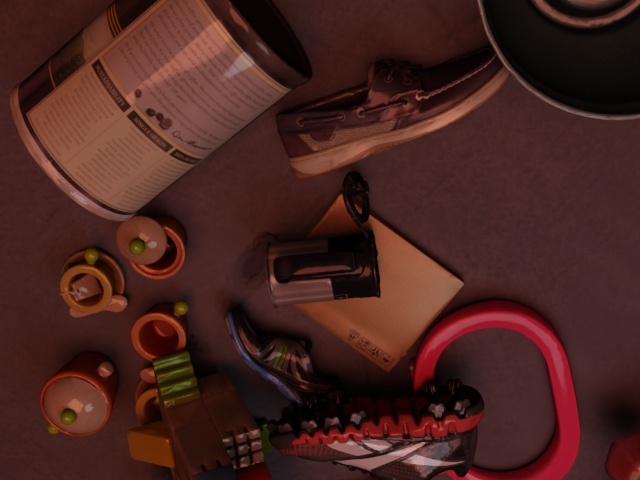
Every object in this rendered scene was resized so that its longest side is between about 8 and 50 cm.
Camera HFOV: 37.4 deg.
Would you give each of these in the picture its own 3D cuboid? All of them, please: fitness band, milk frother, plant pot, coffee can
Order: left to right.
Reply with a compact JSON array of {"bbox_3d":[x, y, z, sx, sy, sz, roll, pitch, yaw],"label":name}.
[{"bbox_3d":[-0.177,-0.179,1.061,0.275,0.201,0.201,-36,104,15],"label":"coffee can"},{"bbox_3d":[0.000,0.000,1.159,0.134,0.129,0.143,-6,65,5],"label":"milk frother"},{"bbox_3d":[0.233,0.216,1.260,0.208,0.054,0.291,-13,110,6],"label":"fitness band"},{"bbox_3d":[0.302,-0.292,0.988,0.293,0.196,0.293,2,111,4],"label":"plant pot"}]

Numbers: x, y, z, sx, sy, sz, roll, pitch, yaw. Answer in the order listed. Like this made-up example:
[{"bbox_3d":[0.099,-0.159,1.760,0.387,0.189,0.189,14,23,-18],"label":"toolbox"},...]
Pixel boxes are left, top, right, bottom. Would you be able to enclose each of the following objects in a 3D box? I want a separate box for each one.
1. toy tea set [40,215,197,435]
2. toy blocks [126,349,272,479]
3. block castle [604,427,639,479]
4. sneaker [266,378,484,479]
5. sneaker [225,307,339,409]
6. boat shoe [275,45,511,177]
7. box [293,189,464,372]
[{"bbox_3d":[-0.260,0.125,1.220,0.199,0.124,0.336,5,110,3],"label":"toy tea set"},{"bbox_3d":[-0.112,0.361,1.196,0.190,0.261,0.382,-14,117,-17],"label":"toy blocks"},{"bbox_3d":[0.555,0.414,1.227,0.303,0.213,0.453,-20,114,-1],"label":"block castle"},{"bbox_3d":[0.072,0.260,1.199,0.276,0.098,0.135,-6,107,3],"label":"sneaker"},{"bbox_3d":[-0.052,0.151,1.255,0.188,0.067,0.078,42,89,-10],"label":"sneaker"},{"bbox_3d":[0.079,-0.164,1.104,0.285,0.103,0.092,-22,112,18],"label":"boat shoe"},{"bbox_3d":[0.059,0.056,1.226,0.201,0.021,0.164,36,108,-8],"label":"box"}]
